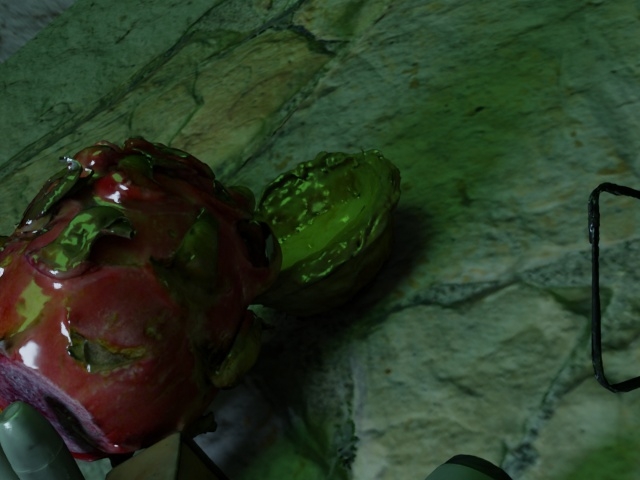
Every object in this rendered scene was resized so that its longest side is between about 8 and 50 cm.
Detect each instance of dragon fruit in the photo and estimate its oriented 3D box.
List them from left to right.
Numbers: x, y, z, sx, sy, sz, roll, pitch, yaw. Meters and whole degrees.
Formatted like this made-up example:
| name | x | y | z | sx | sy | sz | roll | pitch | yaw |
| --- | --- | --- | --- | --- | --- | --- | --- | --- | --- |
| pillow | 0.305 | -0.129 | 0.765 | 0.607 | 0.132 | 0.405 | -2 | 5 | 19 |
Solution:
| name | x | y | z | sx | sy | sz | roll | pitch | yaw |
| --- | --- | --- | --- | --- | --- | --- | --- | --- | --- |
| dragon fruit | -0.164 | 0.046 | 1.654 | 0.291 | 0.269 | 0.250 | -53 | 15 | -31 |

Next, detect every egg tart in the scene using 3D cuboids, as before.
| name | x | y | z | sx | sy | sz | roll | pitch | yaw |
| --- | --- | --- | --- | --- | --- | --- | --- | --- | --- |
| egg tart | 0.001 | 0.000 | 1.779 | 0.212 | 0.090 | 0.213 | -32 | 26 | 18 |

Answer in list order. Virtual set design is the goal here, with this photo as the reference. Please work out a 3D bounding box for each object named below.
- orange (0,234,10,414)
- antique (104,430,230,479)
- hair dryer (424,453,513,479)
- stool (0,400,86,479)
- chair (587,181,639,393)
| name | x | y | z | sx | sy | sz | roll | pitch | yaw |
| --- | --- | --- | --- | --- | --- | --- | --- | --- | --- |
| orange | -0.310 | 0.101 | 1.885 | 0.219 | 0.219 | 0.193 | -14 | 44 | 43 |
| antique | -0.126 | 0.284 | 1.453 | 0.087 | 0.093 | 0.310 | -31 | 25 | 18 |
| hair dryer | 0.021 | 0.281 | 1.309 | 0.267 | 0.092 | 0.229 | -35 | 26 | 44 |
| stool | -0.279 | 0.253 | 1.601 | 0.195 | 0.199 | 0.195 | -48 | 25 | -24 |
| chair | 0.308 | 0.030 | 1.288 | 0.140 | 0.221 | 0.145 | -8 | 81 | 48 |
